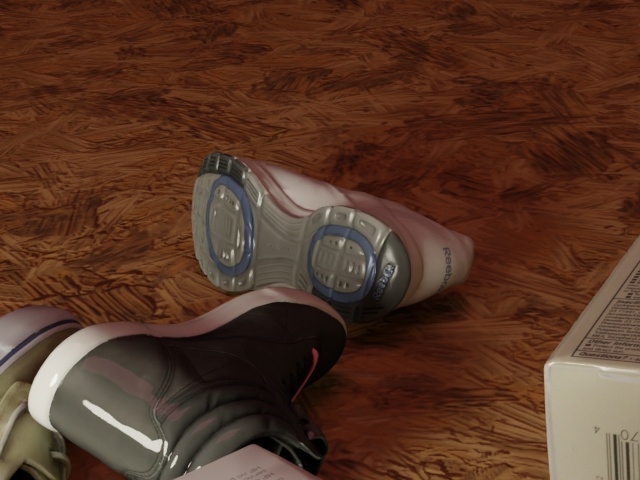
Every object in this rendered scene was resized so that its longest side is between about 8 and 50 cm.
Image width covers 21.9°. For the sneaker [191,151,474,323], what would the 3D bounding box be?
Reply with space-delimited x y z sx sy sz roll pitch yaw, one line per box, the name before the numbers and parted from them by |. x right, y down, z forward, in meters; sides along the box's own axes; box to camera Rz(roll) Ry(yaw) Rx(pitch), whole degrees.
sneaker | 0.000 0.000 1.369 0.129 0.111 0.297 -2 18 -41

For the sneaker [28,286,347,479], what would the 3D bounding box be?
sneaker | -0.041 0.115 1.072 0.147 0.105 0.295 38 23 25

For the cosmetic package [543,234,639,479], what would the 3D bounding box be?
cosmetic package | 0.256 0.078 1.036 0.153 0.129 0.296 5 23 27

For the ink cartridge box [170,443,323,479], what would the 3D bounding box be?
ink cartridge box | -0.008 0.232 0.593 0.198 0.197 0.270 -20 25 -35

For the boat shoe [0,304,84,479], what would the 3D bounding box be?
boat shoe | -0.205 0.147 1.024 0.094 0.109 0.302 17 35 12
